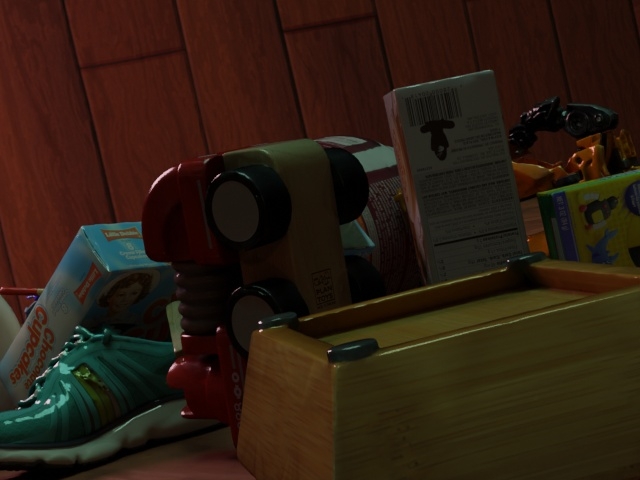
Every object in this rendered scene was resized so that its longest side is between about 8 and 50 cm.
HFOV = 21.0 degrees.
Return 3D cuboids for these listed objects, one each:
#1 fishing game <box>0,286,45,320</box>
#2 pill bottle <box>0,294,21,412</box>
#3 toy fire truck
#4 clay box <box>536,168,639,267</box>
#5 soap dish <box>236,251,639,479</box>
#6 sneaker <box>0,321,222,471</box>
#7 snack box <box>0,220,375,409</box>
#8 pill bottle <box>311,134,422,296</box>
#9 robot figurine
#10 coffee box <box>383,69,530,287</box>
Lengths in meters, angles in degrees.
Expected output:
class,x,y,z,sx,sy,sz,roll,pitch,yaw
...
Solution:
class,x,y,z,sx,sy,sz,roll,pitch,yaw
fishing game,-0.233,0.087,1.910,0.189,0.041,0.264,2,-19,18
pill bottle,-0.398,0.114,1.750,0.188,0.188,0.334,-13,3,-13
toy fire truck,-0.071,0.041,1.290,0.246,0.217,0.158,-5,8,40
clay box,0.320,-0.007,1.582,0.222,0.127,0.053,-14,3,-8
soap dish,0.081,0.084,0.907,0.229,0.118,0.291,-13,4,-11
sneaker,-0.192,0.124,1.425,0.275,0.110,0.107,-15,4,-33
snack box,-0.117,0.059,1.571,0.322,0.060,0.187,-5,-40,-45
pill bottle,0.000,0.000,1.923,0.224,0.224,0.392,-12,2,22
robot figurine,0.218,-0.026,1.764,0.291,0.211,0.085,-19,-5,38
coffee box,0.133,-0.029,1.639,0.098,0.246,0.141,-12,3,-1
